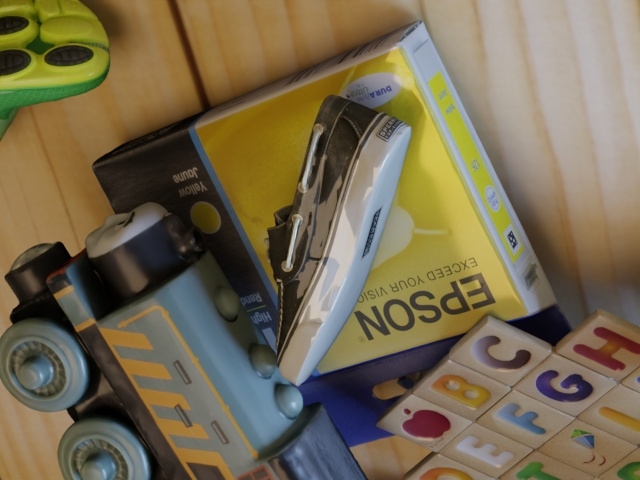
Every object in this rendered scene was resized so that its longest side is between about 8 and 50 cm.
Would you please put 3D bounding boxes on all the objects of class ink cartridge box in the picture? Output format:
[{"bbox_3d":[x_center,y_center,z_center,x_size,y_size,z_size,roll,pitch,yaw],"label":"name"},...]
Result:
[{"bbox_3d":[0.012,0.025,1.317,0.303,0.072,0.307,-20,102,32],"label":"ink cartridge box"}]

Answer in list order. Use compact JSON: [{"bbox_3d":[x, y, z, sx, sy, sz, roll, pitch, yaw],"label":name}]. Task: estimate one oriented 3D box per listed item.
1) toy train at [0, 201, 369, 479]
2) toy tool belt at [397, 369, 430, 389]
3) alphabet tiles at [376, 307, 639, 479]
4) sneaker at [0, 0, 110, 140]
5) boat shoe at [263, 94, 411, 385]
[{"bbox_3d":[-0.104,0.130,1.320,0.190,0.142,0.334,-28,97,25],"label":"toy train"},{"bbox_3d":[0.085,0.109,1.393,0.083,0.052,0.051,24,123,6],"label":"toy tool belt"},{"bbox_3d":[0.230,0.169,1.336,0.342,0.011,0.285,25,139,-15],"label":"alphabet tiles"},{"bbox_3d":[-0.281,-0.121,1.361,0.295,0.109,0.123,-10,143,27],"label":"sneaker"},{"bbox_3d":[0.000,0.000,1.229,0.070,0.078,0.219,26,115,14],"label":"boat shoe"}]
